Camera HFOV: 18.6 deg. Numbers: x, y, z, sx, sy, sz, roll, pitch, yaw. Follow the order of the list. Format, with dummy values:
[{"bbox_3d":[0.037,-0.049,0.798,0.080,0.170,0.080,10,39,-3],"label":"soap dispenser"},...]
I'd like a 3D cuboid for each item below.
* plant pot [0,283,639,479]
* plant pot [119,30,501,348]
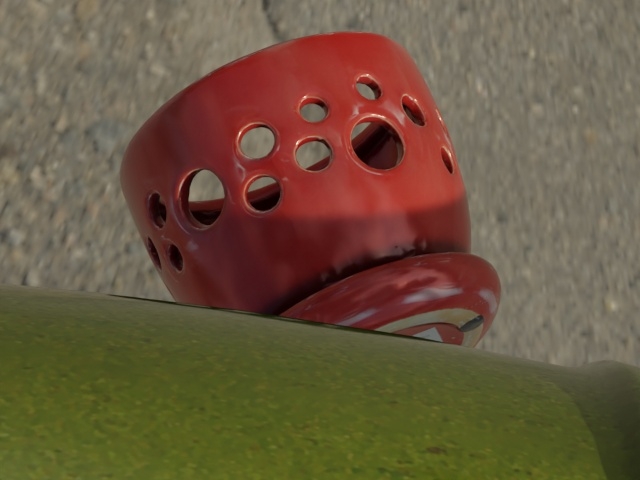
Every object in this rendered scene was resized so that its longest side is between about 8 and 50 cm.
[{"bbox_3d":[-0.091,0.159,0.422,0.353,0.366,0.366,17,116,-2],"label":"plant pot"},{"bbox_3d":[0.000,0.000,1.123,0.191,0.174,0.191,-20,156,-10],"label":"plant pot"}]
